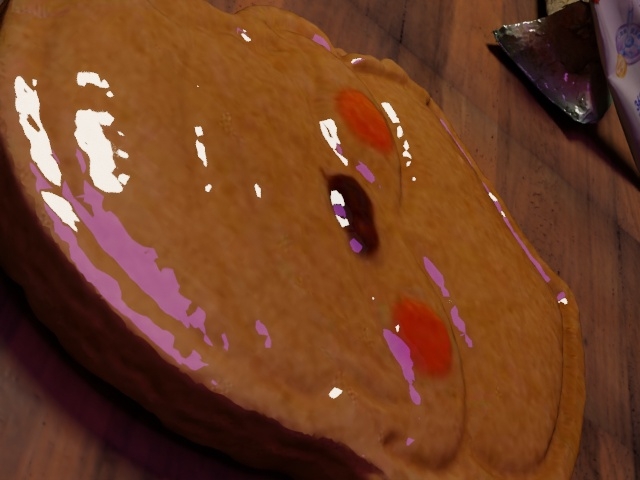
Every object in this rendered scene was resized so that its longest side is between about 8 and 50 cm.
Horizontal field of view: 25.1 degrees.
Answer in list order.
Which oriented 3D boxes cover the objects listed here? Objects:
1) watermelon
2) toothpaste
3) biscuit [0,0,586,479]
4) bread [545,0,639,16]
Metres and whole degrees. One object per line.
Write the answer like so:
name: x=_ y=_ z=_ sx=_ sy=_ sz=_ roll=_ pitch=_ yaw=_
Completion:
watermelon: x=0.231 y=-0.153 z=1.250 sx=0.155 sy=0.080 sz=0.101 roll=-3 pitch=64 yaw=-63
toothpaste: x=0.280 y=-0.135 z=1.232 sx=0.075 sy=0.048 sz=0.301 roll=-44 pitch=119 yaw=-27
biscuit: x=0.001 y=0.000 z=0.837 sx=0.455 sy=0.078 sz=0.350 roll=21 pitch=48 yaw=-38
bread: x=0.237 y=-0.244 z=1.316 sx=0.105 sy=0.077 sz=0.152 roll=61 pitch=23 yaw=8
